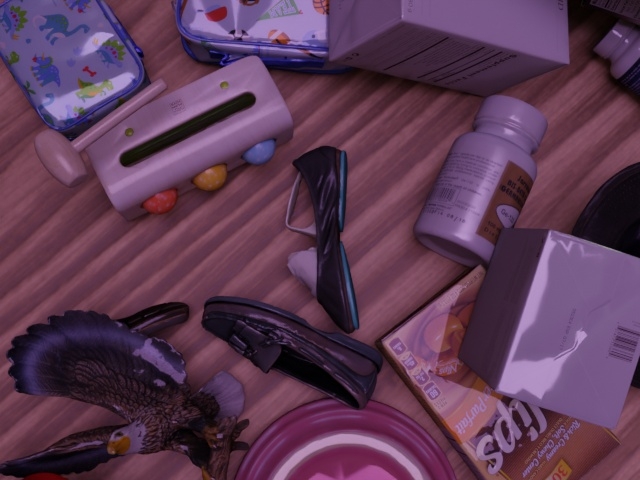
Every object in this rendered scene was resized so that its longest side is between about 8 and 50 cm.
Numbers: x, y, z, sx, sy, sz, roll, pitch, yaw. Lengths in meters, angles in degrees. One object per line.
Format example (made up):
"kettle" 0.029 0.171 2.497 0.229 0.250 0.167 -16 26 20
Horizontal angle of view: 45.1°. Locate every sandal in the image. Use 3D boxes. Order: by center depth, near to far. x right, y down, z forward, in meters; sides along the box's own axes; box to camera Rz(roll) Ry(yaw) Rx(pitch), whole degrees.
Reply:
"sandal" -0.287 0.145 1.089 0.219 0.090 0.060 -19 105 -12

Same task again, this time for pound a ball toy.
"pound a ball toy" -0.197 -0.128 1.059 0.319 0.208 0.136 -28 84 -7

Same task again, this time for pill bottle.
"pill bottle" 0.237 -0.085 1.115 0.131 0.131 0.229 26 81 1
"pill bottle" 0.504 -0.266 1.173 0.169 0.094 0.094 38 82 3

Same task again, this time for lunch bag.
"lunch bag" -0.361 -0.269 1.129 0.176 0.090 0.219 -34 85 -6
"lunch bag" -0.073 -0.367 1.150 0.303 0.115 0.243 3 84 -3

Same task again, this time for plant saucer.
"plant saucer" 0.037 0.385 1.061 0.331 0.084 0.333 1 81 -4

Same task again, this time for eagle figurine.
"eagle figurine" -0.251 0.235 1.006 0.298 0.225 0.226 15 62 12

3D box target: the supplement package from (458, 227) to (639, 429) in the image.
"supplement package" 0.287 0.097 0.952 0.149 0.203 0.194 19 91 -2

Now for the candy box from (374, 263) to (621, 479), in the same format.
"candy box" 0.246 0.214 1.093 0.182 0.087 0.316 -37 85 -8

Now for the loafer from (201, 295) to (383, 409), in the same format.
"loafer" -0.045 0.156 1.073 0.267 0.096 0.084 19 55 -2

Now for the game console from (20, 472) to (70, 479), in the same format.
"game console" -0.300 0.508 0.970 0.386 0.060 0.342 39 108 3

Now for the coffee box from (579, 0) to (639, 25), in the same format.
"coffee box" 0.541 -0.380 1.143 0.297 0.119 0.168 19 38 0

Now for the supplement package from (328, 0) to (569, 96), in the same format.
"supplement package" 0.179 -0.327 1.068 0.292 0.175 0.178 4 82 -31

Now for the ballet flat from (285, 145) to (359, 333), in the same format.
"ballet flat" 0.000 0.000 1.116 0.096 0.095 0.281 -5 72 6

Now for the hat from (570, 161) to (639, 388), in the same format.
"hat" 0.493 0.045 1.110 0.331 0.134 0.332 1 96 6
